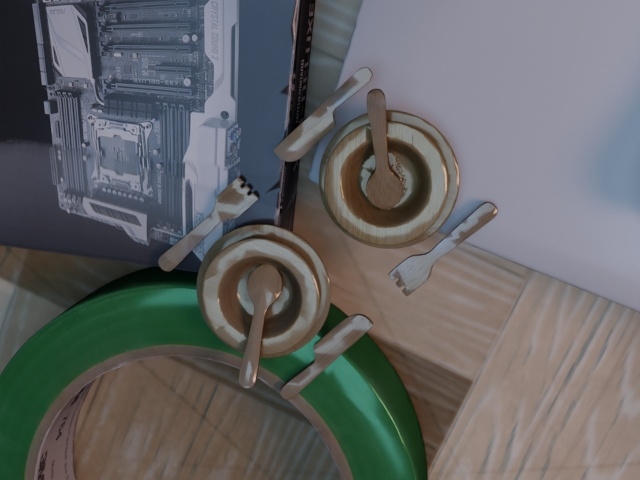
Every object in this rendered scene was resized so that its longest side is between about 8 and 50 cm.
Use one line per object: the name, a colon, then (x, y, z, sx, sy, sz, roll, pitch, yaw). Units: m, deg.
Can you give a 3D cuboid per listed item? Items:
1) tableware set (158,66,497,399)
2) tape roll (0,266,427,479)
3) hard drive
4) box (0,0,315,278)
tableware set: (0.000, 0.000, 0.647, 0.194, 0.039, 0.128, -43, 93, 14)
tape roll: (-0.085, 0.178, 0.759, 0.321, 0.077, 0.321, 2, 102, 9)
hard drive: (0.187, -0.083, 0.632, 0.353, 0.047, 0.233, 22, 105, 17)
box: (-0.163, -0.114, 0.707, 0.307, 0.076, 0.242, 8, 103, 7)
